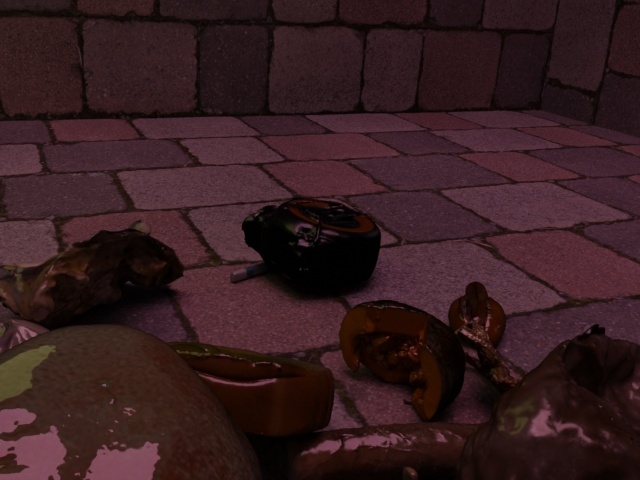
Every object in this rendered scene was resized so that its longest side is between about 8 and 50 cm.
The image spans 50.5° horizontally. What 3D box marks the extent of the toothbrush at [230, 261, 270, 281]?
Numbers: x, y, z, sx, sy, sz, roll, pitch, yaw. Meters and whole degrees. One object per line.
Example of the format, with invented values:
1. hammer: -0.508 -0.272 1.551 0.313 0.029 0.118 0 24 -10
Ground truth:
1. toothbrush: -0.059 0.035 1.268 0.025 0.019 0.275 29 31 33

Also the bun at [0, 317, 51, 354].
1. bun: -0.372 0.151 0.778 0.172 0.120 0.173 4 23 -2

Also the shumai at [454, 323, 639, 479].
1. shumai: 0.274 0.232 0.527 0.283 0.217 0.346 40 10 36

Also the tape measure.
1. tape measure: 0.000 0.000 1.203 0.222 0.135 0.202 -7 27 -40

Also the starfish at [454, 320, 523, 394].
1. starfish: 0.230 0.162 0.858 0.150 0.053 0.209 47 1 -2

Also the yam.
1. yam: 0.104 0.228 0.733 0.299 0.066 0.066 1 21 -9

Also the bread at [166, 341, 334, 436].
1. bread: -0.093 0.157 0.748 0.236 0.070 0.236 9 -7 1

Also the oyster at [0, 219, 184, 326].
1. oyster: -0.342 0.054 0.975 0.237 0.115 0.351 -18 2 1

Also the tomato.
1. tomato: -0.190 0.201 0.509 0.303 0.239 0.303 5 23 -2

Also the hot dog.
1. hot dog: 0.247 0.114 1.061 0.089 0.060 0.140 16 20 17

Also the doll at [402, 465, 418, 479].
1. doll: 0.081 0.263 0.623 0.179 0.102 0.089 -8 -19 -19

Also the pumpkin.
1. pumpkin: 0.119 0.145 0.880 0.107 0.119 0.183 -15 34 -37
